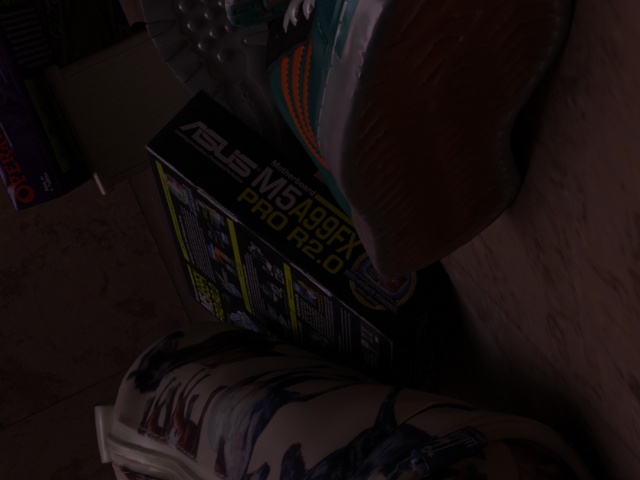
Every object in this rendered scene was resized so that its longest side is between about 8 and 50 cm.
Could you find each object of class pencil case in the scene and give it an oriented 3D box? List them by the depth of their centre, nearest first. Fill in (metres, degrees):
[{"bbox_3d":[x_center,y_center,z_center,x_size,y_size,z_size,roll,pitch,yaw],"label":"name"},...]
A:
[{"bbox_3d":[-0.001,0.154,0.972,0.410,0.183,0.160,11,93,61],"label":"pencil case"}]

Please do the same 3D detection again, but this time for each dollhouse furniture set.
[{"bbox_3d":[-0.145,-0.136,1.306,0.212,0.161,0.242,66,171,-14],"label":"dollhouse furniture set"}]

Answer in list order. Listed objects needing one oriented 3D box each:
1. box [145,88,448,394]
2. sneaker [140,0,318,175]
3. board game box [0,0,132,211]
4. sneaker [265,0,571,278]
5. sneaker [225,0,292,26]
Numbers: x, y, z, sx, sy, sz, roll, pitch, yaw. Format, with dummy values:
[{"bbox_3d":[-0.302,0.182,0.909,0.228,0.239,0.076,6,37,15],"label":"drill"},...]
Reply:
[{"bbox_3d":[-0.013,0.034,1.114,0.216,0.060,0.270,39,163,18],"label":"box"},{"bbox_3d":[-0.073,-0.146,1.134,0.095,0.090,0.235,-113,2,-66],"label":"sneaker"},{"bbox_3d":[-0.224,-0.157,1.319,0.347,0.056,0.208,-55,-52,-75],"label":"board game box"},{"bbox_3d":[0.024,-0.081,0.659,0.121,0.108,0.302,57,171,17],"label":"sneaker"},{"bbox_3d":[-0.053,-0.197,0.942,0.166,0.065,0.076,91,156,-68],"label":"sneaker"}]
